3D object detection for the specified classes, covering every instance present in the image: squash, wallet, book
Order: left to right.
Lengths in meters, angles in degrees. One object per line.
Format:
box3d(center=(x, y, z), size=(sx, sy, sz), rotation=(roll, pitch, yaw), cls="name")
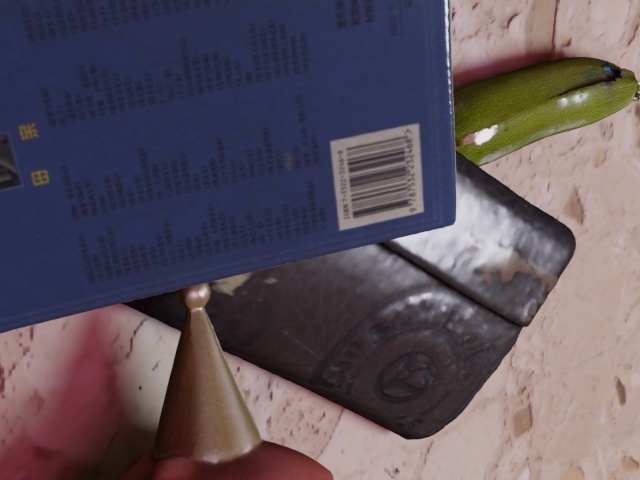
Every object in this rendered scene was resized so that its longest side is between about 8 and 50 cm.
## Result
box3d(center=(-0.067, -0.060, 0.564), size=(0.269, 0.025, 0.191), rotation=(-13, 124, -10), cls="book")
box3d(center=(0.000, 0.000, 0.673), size=(0.321, 0.044, 0.170), rotation=(30, 102, -36), cls="wallet")
box3d(center=(0.135, -0.083, 0.752), size=(0.183, 0.052, 0.052), rotation=(-17, 113, -27), cls="squash")

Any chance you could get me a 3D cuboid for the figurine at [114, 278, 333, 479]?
box3d(center=(-0.056, 0.215, 0.650), size=(0.207, 0.166, 0.387), rotation=(-28, 111, -46), cls="figurine")
